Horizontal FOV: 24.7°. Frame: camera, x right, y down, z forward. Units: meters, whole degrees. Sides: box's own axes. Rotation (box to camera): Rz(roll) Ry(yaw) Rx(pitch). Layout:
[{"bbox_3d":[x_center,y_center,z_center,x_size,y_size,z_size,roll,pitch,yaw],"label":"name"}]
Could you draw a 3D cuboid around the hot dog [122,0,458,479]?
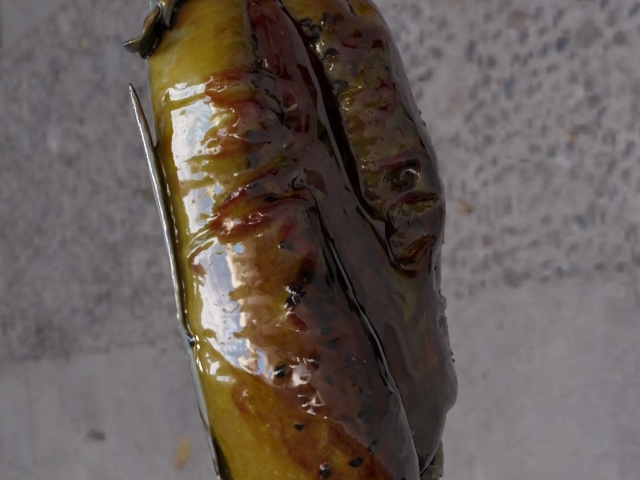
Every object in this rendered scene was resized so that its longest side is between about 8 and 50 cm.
[{"bbox_3d":[0.000,0.000,0.611,0.081,0.162,0.270,-11,92,33],"label":"hot dog"}]
